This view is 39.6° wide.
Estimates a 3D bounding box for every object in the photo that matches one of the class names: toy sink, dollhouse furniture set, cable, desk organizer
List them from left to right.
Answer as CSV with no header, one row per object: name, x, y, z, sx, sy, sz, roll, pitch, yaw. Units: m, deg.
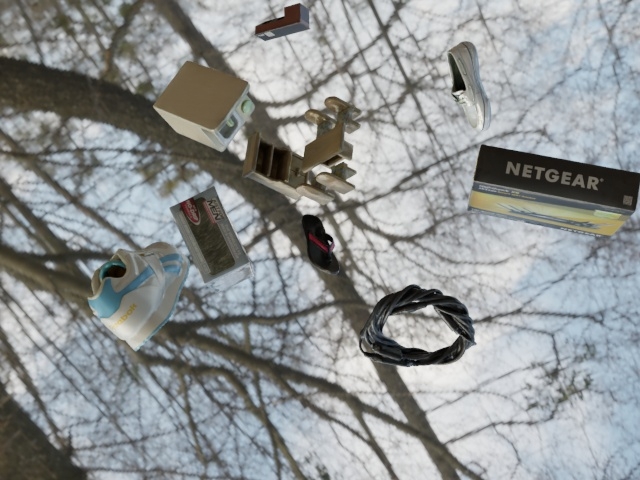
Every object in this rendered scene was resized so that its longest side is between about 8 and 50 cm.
toy sink,-0.265,-0.323,2.190,0.234,0.131,0.153,24,-105,36
desk organizer,-0.090,-0.511,2.082,0.130,0.047,0.050,-7,-102,30
dollhouse furniture set,-0.042,-0.203,2.046,0.242,0.161,0.212,-26,-131,46
cable,0.157,0.134,1.366,0.184,0.151,0.047,12,-149,-13

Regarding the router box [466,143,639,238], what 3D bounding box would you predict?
router box,0.457,-0.094,1.785,0.308,0.243,0.081,12,-101,9

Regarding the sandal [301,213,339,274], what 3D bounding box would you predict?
sandal,0.000,0.000,1.952,0.040,0.067,0.179,-56,-141,37

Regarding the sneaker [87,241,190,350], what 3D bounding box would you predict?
sneaker,-0.227,0.045,1.112,0.087,0.092,0.229,-44,-163,11

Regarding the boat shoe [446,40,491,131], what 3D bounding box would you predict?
boat shoe,0.348,-0.363,2.148,0.075,0.226,0.083,-25,-162,-24

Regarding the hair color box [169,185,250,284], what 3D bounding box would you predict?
hair color box,-0.244,0.009,2.058,0.113,0.185,0.374,-26,175,-6
